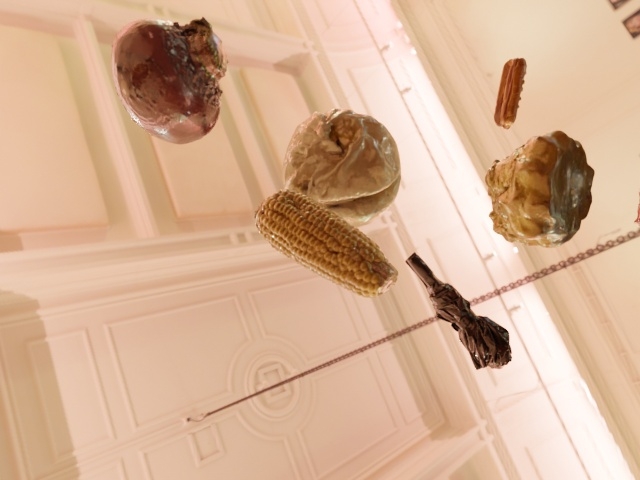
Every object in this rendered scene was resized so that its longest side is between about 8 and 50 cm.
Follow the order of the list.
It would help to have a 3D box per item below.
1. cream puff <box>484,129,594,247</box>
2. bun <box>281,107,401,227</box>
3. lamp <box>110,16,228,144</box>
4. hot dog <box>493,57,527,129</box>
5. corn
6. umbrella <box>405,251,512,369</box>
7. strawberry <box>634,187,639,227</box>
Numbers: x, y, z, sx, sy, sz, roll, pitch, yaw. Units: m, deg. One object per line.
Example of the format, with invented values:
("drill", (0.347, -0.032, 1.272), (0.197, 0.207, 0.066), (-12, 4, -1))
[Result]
("cream puff", (0.266, -0.062, 0.617), (0.146, 0.116, 0.147), (-3, -84, -34))
("bun", (0.060, -0.216, 1.398), (0.219, 0.364, 0.366), (65, -177, -75))
("lamp", (-0.179, -0.203, 0.609), (0.156, 0.134, 0.158), (-62, -46, -75))
("hot dog", (0.452, -0.349, 1.163), (0.045, 0.071, 0.165), (5, -79, -9))
("corn", (0.000, 0.000, 0.969), (0.346, 0.130, 0.130), (32, -146, 29))
("umbrella", (0.328, 0.166, 1.174), (0.340, 0.118, 0.118), (50, -138, 7))
("strawberry", (0.615, -0.111, 0.714), (0.291, 0.292, 0.344), (10, -103, -37))
